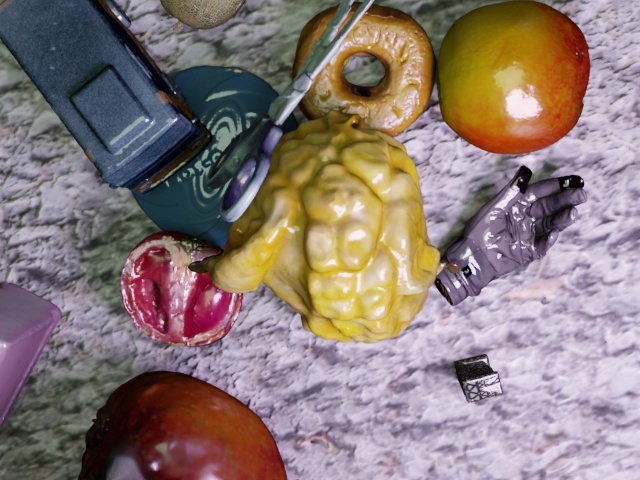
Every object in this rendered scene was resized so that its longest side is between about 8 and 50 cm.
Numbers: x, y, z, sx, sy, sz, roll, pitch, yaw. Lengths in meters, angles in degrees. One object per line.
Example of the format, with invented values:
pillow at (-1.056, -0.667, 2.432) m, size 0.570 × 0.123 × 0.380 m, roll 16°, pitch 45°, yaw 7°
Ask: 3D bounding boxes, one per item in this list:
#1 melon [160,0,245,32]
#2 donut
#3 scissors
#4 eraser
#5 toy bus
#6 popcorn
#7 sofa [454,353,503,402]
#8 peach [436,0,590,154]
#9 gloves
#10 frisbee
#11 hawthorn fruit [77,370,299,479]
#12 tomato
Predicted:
melon at (-0.170, -0.393, 1.515) m, size 0.139 × 0.139 × 0.192 m, roll 30°, pitch 97°, yaw -3°
donut at (0.066, -0.255, 1.543) m, size 0.227 × 0.114 × 0.226 m, roll 0°, pitch 99°, yaw 0°
scissors at (-0.037, -0.204, 1.420) m, size 0.029 × 0.256 × 0.383 m, roll 35°, pitch 99°, yaw -20°
eraser at (-0.547, 0.258, 1.536) m, size 0.122 × 0.272 × 0.359 m, roll 28°, pitch 96°, yaw -2°
toy bus at (-0.321, -0.237, 1.493) m, size 0.162 × 0.194 × 0.323 m, roll -38°, pitch 84°, yaw 5°
popcorn at (0.000, 0.000, 1.471) m, size 0.382 × 0.349 × 0.348 m, roll -9°, pitch 97°, yaw 9°
sofa at (0.247, 0.215, 1.598) m, size 0.060 × 0.118 × 0.039 m, roll -12°, pitch 98°, yaw 3°
peach at (0.281, -0.240, 1.497) m, size 0.231 × 0.231 × 0.230 m, roll 0°, pitch 97°, yaw 1°
gloves at (0.285, -0.012, 1.573) m, size 0.286 × 0.119 × 0.142 m, roll -34°, pitch 104°, yaw 19°
frisbee at (-0.167, -0.129, 1.593) m, size 0.290 × 0.049 × 0.289 m, roll 0°, pitch 97°, yaw 0°
hawthorn fruit at (-0.211, 0.358, 1.539) m, size 0.308 × 0.308 × 0.325 m, roll -44°, pitch 96°, yaw 6°
tomato at (-0.214, 0.073, 1.594) m, size 0.189 × 0.099 × 0.173 m, roll 17°, pitch 99°, yaw -4°
